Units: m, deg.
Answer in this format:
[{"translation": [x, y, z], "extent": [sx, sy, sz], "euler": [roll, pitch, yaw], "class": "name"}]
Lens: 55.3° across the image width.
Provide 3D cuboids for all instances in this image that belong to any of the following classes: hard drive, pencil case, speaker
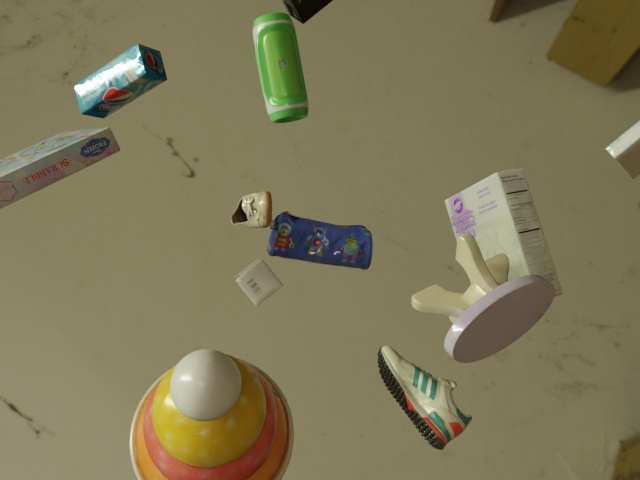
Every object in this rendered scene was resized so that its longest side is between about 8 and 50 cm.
[{"translation": [0.864, -0.299, 1.453], "extent": [0.353, 0.047, 0.233], "euler": [-42, -30, 24], "class": "hard drive"}, {"translation": [0.000, 0.000, 1.724], "extent": [0.119, 0.306, 0.133], "euler": [-162, 82, -79], "class": "pencil case"}, {"translation": [-0.116, -0.501, 1.788], "extent": [0.131, 0.131, 0.296], "euler": [-19, -81, -69], "class": "speaker"}]

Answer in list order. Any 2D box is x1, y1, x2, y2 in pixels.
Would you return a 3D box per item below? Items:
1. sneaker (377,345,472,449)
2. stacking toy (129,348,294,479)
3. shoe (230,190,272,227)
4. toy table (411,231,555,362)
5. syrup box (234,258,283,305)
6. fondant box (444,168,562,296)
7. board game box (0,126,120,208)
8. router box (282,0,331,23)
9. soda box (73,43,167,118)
[{"translation": [0.147, 0.209, 0.864], "extent": [0.075, 0.161, 0.057], "euler": [-27, -28, -19], "class": "sneaker"}, {"translation": [-0.202, 0.329, 1.159], "extent": [0.350, 0.351, 0.480], "euler": [-51, -10, -28], "class": "stacking toy"}, {"translation": [-0.152, -0.061, 1.353], "extent": [0.219, 0.058, 0.076], "euler": [160, 104, -70], "class": "shoe"}, {"translation": [0.336, 0.123, 1.286], "extent": [0.274, 0.161, 0.252], "euler": [-13, -52, -28], "class": "toy table"}, {"translation": [-0.181, 0.115, 1.748], "extent": [0.096, 0.093, 0.237], "euler": [-38, 5, -8], "class": "syrup box"}, {"translation": [0.468, 0.009, 1.596], "extent": [0.096, 0.330, 0.238], "euler": [-9, -10, -24], "class": "fondant box"}, {"translation": [-0.695, -0.181, 1.487], "extent": [0.318, 0.319, 0.066], "euler": [-35, -63, -31], "class": "board game box"}, {"translation": [-0.029, -0.741, 1.517], "extent": [0.243, 0.081, 0.309], "euler": [-39, -39, -4], "class": "router box"}, {"translation": [-0.436, -0.342, 1.327], "extent": [0.210, 0.071, 0.067], "euler": [-20, -9, 29], "class": "soda box"}]
